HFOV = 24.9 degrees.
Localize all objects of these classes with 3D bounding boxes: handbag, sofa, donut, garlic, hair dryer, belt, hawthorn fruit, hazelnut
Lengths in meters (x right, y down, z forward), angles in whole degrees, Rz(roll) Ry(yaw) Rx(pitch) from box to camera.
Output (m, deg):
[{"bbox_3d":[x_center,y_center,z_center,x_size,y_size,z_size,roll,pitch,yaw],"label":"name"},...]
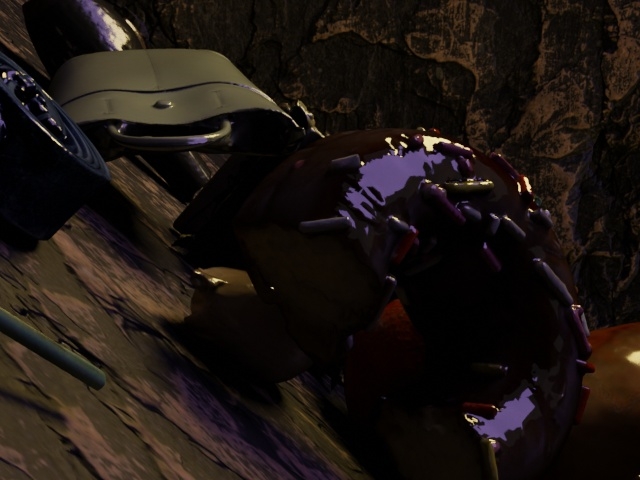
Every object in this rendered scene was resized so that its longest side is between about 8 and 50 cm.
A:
[{"bbox_3d":[-0.148,-0.098,1.343,0.315,0.241,0.109,-123,-151,-67],"label":"handbag"},{"bbox_3d":[0.000,0.000,1.493,0.258,0.200,0.182,41,7,1],"label":"sofa"},{"bbox_3d":[0.105,0.055,1.181,0.136,0.259,0.345,-15,-73,51],"label":"donut"},{"bbox_3d":[-0.048,0.070,1.214,0.101,0.087,0.195,29,5,17],"label":"garlic"},{"bbox_3d":[-0.265,-0.195,1.829,0.303,0.120,0.359,49,-6,-17],"label":"hair dryer"},{"bbox_3d":[-0.223,-0.071,1.025,0.141,0.082,0.190,43,3,-25],"label":"belt"},{"bbox_3d":[0.100,0.145,1.336,0.157,0.157,0.194,34,46,-57],"label":"hawthorn fruit"},{"bbox_3d":[0.395,0.265,1.732,0.366,0.366,0.366,42,5,-4],"label":"hazelnut"}]

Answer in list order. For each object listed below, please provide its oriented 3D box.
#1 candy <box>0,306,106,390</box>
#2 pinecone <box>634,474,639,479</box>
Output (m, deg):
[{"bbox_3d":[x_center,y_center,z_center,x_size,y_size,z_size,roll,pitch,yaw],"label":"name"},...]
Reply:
[{"bbox_3d":[-0.189,0.010,0.679,0.288,0.078,0.084,42,33,-50],"label":"candy"},{"bbox_3d":[0.271,0.271,1.063,0.246,0.246,0.292,39,-18,-35],"label":"pinecone"}]
